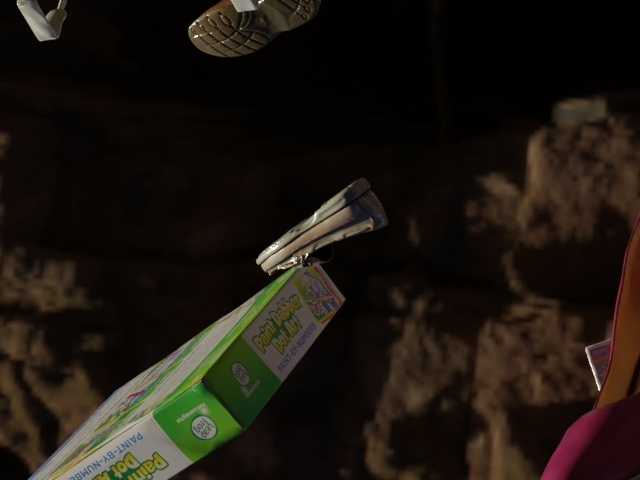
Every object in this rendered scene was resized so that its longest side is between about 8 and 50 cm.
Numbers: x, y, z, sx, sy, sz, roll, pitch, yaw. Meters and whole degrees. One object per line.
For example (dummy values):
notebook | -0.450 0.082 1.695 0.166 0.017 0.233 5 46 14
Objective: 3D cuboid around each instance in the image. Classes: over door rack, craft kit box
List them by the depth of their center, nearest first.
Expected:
craft kit box | -0.118 0.134 1.291 0.246 0.061 0.250 -38 -175 27
over door rack | -0.142 -0.303 1.665 0.239 0.108 0.324 -6 -142 19

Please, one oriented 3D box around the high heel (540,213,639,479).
high heel | 0.248 0.099 1.370 0.127 0.181 0.377 -41 172 38

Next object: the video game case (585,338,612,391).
video game case | 0.315 0.147 1.561 0.087 0.122 0.011 -20 163 11

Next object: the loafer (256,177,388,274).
loafer | 0.000 0.000 1.179 0.125 0.039 0.045 -37 180 43

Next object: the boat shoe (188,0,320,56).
boat shoe | -0.067 -0.255 1.795 0.178 0.060 0.064 -18 124 34
